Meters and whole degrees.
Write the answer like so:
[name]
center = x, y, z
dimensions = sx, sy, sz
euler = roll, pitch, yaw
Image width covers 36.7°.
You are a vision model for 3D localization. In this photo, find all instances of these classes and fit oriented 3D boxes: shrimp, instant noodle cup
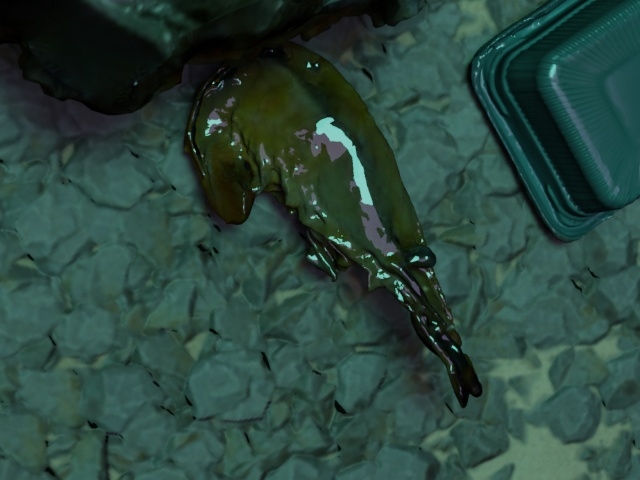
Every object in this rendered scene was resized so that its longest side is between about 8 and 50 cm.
[shrimp]
center = 0.008, -0.001, 0.618
dimensions = 0.117, 0.066, 0.262
euler = -26, 90, 4
[instant noodle cup]
center = 0.208, -0.102, 0.657
dimensions = 0.179, 0.070, 0.157
euler = -34, 104, -8

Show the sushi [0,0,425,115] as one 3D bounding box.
[sushi]
center = -0.068, -0.279, 0.486
dimensions = 0.418, 0.176, 0.417
euler = -3, 103, -14
